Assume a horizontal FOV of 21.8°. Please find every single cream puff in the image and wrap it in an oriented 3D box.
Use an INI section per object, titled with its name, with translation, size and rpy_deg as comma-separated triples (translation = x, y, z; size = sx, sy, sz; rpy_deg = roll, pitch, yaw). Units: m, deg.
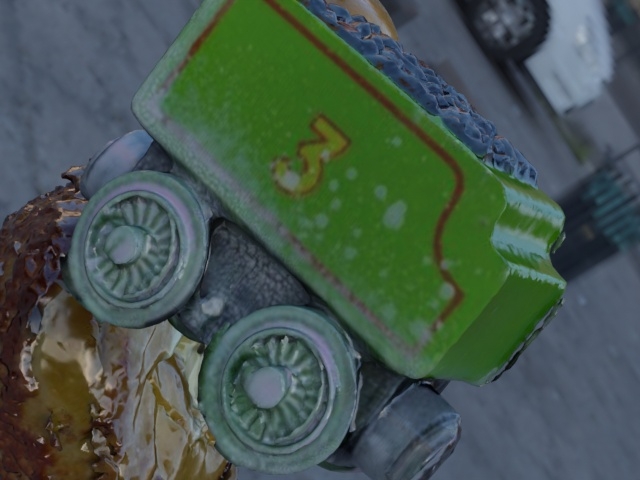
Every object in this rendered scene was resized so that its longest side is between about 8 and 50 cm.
[cream puff]
translation = -0.198, 0.096, 1.438
size = 0.350, 0.229, 0.350
rpy_deg = 7, 90, -66

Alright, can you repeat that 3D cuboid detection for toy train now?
[toy train]
translation = 0.000, 0.000, 1.024
size = 0.307, 0.249, 0.173
rpy_deg = 44, 11, 23

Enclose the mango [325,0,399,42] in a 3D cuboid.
[mango]
translation = -0.006, -0.209, 1.690
size = 0.191, 0.160, 0.290
rpy_deg = 46, 0, -22
